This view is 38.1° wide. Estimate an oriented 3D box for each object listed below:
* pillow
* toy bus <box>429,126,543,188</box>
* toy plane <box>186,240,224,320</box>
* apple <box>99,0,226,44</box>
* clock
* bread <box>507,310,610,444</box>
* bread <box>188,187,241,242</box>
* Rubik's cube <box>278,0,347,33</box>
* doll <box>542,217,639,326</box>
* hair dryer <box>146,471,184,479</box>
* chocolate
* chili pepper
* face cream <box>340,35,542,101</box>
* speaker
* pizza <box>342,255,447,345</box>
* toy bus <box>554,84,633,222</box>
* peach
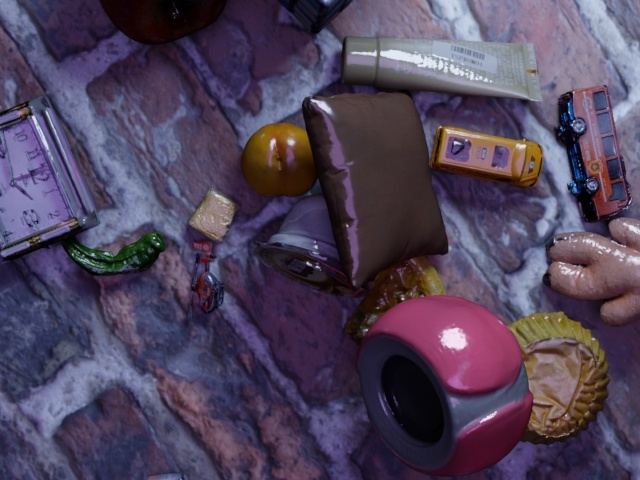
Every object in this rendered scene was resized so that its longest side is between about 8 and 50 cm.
[{"bbox_3d":[0.098,-0.095,1.520,0.108,0.308,0.305,-12,93,37],"label":"pillow"},{"bbox_3d":[0.294,-0.145,1.608,0.195,0.088,0.083,10,93,-3],"label":"toy bus"},{"bbox_3d":[-0.202,0.072,1.629,0.060,0.037,0.145,4,98,7],"label":"toy plane"},{"bbox_3d":[-0.255,-0.441,1.508,0.234,0.234,0.234,0,94,-3],"label":"apple"},{"bbox_3d":[-0.505,-0.105,1.579,0.186,0.083,0.253,-22,95,-1],"label":"clock"},{"bbox_3d":[0.396,0.249,1.617,0.240,0.139,0.240,0,97,-1],"label":"bread"},{"bbox_3d":[-0.186,-0.045,1.623,0.070,0.035,0.083,27,86,-5],"label":"bread"},{"bbox_3d":[-0.002,-0.542,1.468,0.292,0.293,0.287,44,91,-3],"label":"Rubik's cube"},{"bbox_3d":[0.553,0.050,1.630,0.303,0.156,0.201,10,103,25],"label":"doll"},{"bbox_3d":[-0.271,0.473,1.658,0.063,0.037,0.114,-7,102,0],"label":"hair dryer"},{"bbox_3d":[0.008,0.000,1.574,0.221,0.221,0.147,28,76,-4],"label":"chocolate"},{"bbox_3d":[-0.359,0.024,1.613,0.182,0.050,0.073,-2,101,0],"label":"chili pepper"},{"bbox_3d":[0.207,-0.301,1.595,0.341,0.084,0.137,3,56,-3],"label":"face cream"},{"bbox_3d":[0.194,0.223,1.482,0.294,0.294,0.294,0,94,-3],"label":"speaker"},{"bbox_3d":[0.136,0.139,1.637,0.197,0.058,0.292,-7,94,-2],"label":"pizza"},{"bbox_3d":[0.480,-0.152,1.627,0.096,0.073,0.234,-15,94,-8],"label":"toy bus"},{"bbox_3d":[-0.068,-0.137,1.574,0.138,0.138,0.138,0,94,-3],"label":"peach"}]
